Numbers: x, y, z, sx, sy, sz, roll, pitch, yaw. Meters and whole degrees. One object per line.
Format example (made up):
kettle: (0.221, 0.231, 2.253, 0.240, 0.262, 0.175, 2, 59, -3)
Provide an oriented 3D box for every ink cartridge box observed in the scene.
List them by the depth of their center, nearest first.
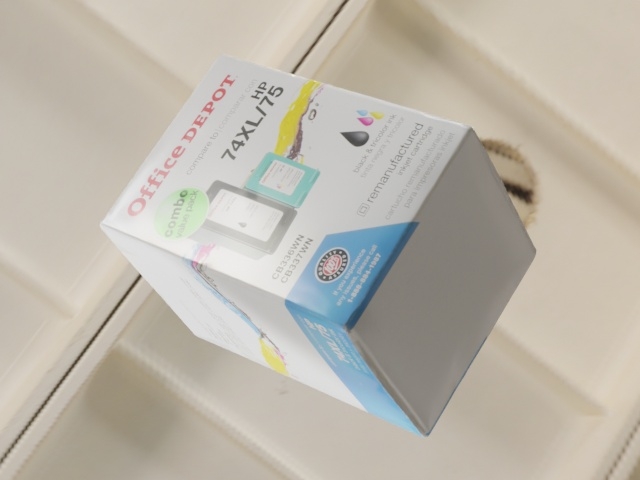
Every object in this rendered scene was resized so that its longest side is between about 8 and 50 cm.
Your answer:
ink cartridge box: (0.000, 0.000, 1.225, 0.198, 0.270, 0.197, -57, -37, -17)
